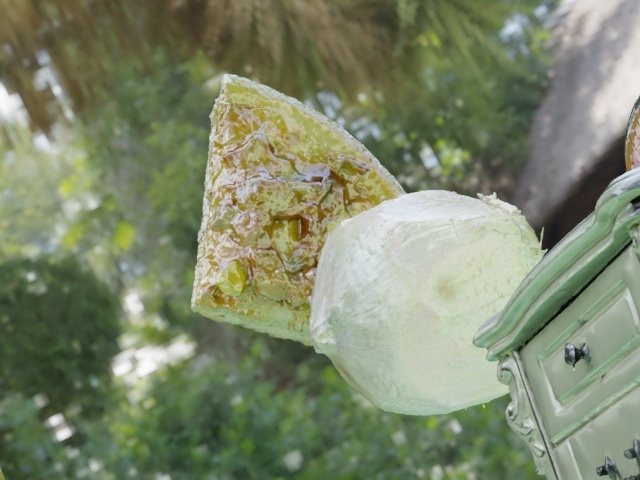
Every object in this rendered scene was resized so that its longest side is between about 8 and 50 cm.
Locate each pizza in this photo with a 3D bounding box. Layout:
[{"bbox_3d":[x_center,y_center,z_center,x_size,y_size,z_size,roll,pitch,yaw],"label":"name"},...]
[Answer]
[{"bbox_3d":[0.012,-0.026,1.687,0.258,0.268,0.087,13,-32,-19],"label":"pizza"}]

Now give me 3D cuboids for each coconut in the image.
[{"bbox_3d":[0.079,0.053,1.389,0.194,0.194,0.194,-27,-14,-7],"label":"coconut"}]

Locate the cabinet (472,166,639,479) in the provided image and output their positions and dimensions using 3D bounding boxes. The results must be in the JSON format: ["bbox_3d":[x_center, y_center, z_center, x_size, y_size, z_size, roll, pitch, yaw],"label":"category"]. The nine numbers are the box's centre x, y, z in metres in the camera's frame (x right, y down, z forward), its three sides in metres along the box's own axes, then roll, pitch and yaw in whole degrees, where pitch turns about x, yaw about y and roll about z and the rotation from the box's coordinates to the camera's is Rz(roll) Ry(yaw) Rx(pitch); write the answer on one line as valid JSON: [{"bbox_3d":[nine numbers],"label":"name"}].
[{"bbox_3d":[0.259,0.132,0.901,0.227,0.318,0.290,-13,-15,-14],"label":"cabinet"}]

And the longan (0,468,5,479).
[{"bbox_3d":[-0.334,0.236,1.643,0.075,0.075,0.083,-25,-14,-14],"label":"longan"}]

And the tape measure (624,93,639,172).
[{"bbox_3d":[0.413,-0.086,1.763,0.135,0.223,0.202,0,-18,-36],"label":"tape measure"}]
